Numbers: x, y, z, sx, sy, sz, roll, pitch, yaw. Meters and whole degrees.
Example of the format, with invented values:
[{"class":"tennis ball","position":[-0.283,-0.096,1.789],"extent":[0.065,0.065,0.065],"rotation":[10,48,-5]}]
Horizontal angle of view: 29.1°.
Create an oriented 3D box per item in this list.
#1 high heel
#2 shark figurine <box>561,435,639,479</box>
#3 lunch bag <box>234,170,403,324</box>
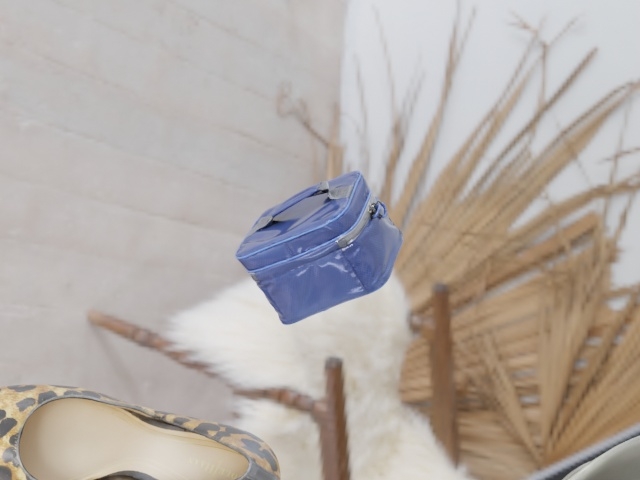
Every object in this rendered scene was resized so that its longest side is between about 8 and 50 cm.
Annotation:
[{"class":"high heel","position":[-0.160,0.147,0.910],"extent":[0.186,0.261,0.093],"rotation":[133,-26,-67]},{"class":"shark figurine","position":[0.138,0.139,0.507],"extent":[0.166,0.116,0.278],"rotation":[-23,160,-30]},{"class":"lunch bag","position":[0.000,0.000,0.766],"extent":[0.065,0.098,0.067],"rotation":[54,31,-21]}]
